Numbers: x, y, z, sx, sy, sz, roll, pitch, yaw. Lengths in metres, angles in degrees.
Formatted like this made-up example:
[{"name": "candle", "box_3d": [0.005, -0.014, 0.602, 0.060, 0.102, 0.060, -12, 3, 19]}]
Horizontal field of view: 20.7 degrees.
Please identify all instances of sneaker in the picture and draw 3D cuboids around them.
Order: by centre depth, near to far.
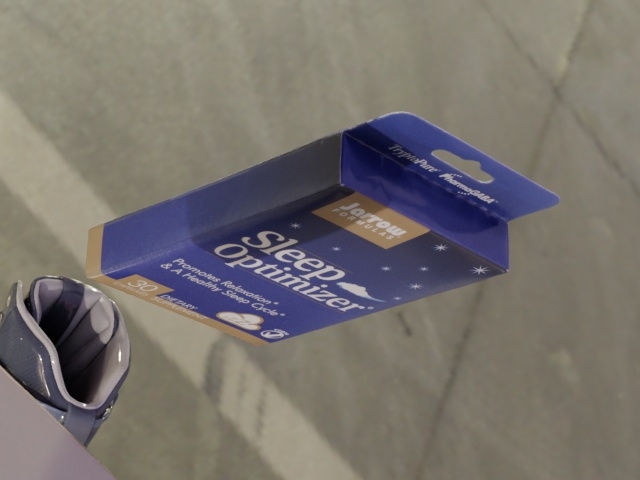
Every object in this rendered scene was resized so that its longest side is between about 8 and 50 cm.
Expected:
[{"name": "sneaker", "box_3d": [-0.198, 0.068, 1.064, 0.086, 0.163, 0.226, 10, 28, -41]}]

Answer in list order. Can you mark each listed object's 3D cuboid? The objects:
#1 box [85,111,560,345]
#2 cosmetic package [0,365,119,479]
[{"name": "box", "box_3d": [0.000, 0.000, 0.931, 0.136, 0.225, 0.036, 25, 56, -42]}, {"name": "cosmetic package", "box_3d": [-0.158, 0.109, 0.540, 0.309, 0.113, 0.160, 49, 38, -26]}]
